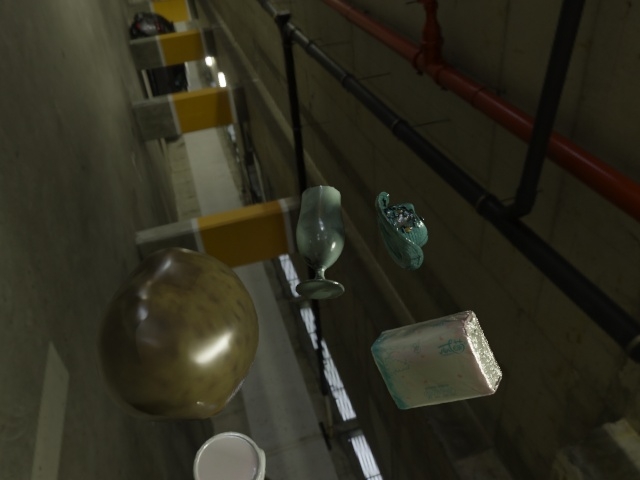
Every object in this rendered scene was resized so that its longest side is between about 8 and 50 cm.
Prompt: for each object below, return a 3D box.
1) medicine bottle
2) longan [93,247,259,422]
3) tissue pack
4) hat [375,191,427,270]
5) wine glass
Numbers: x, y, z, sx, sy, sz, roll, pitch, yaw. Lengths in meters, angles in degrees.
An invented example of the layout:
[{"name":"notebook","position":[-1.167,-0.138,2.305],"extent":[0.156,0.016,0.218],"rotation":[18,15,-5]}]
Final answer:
[{"name":"medicine bottle","position":[-0.154,0.440,0.914],"extent":[0.161,0.111,0.296],"rotation":[-64,166,-44]},{"name":"longan","position":[-0.313,0.209,1.180],"extent":[0.404,0.336,0.405],"rotation":[-12,90,-73]},{"name":"tissue pack","position":[0.288,0.306,1.348],"extent":[0.201,0.271,0.124],"rotation":[63,32,-9]},{"name":"hat","position":[0.154,-0.022,0.980],"extent":[0.191,0.077,0.138],"rotation":[63,1,-69]},{"name":"wine glass","position":[0.000,0.000,0.990],"extent":[0.093,0.092,0.202],"rotation":[97,-3,-62]}]
